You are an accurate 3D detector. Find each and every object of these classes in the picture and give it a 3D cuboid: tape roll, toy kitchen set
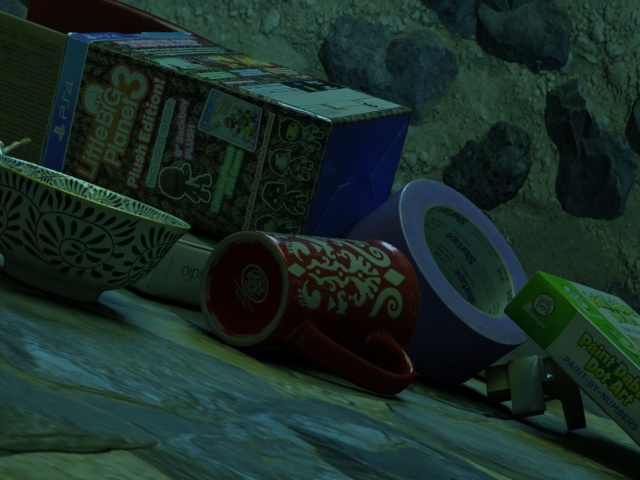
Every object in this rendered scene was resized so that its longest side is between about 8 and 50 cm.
[{"bbox_3d":[0.116,0.039,1.474,0.189,0.080,0.189,34,35,-28],"label":"tape roll"},{"bbox_3d":[0.203,0.159,1.428,0.083,0.075,0.068,-11,39,11],"label":"toy kitchen set"}]

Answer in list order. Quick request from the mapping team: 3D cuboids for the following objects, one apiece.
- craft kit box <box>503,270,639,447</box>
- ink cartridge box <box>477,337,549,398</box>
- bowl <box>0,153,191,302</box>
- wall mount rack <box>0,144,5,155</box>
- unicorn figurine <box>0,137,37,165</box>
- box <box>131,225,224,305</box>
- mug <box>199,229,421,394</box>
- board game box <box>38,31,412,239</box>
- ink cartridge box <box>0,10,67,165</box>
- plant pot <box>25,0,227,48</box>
[{"bbox_3d":[0.308,0.138,1.396,0.246,0.061,0.250,43,13,25],"label":"craft kit box"},{"bbox_3d":[0.217,0.118,1.717,0.134,0.078,0.231,21,2,16],"label":"ink cartridge box"},{"bbox_3d":[-0.189,-0.003,1.140,0.170,0.080,0.170,21,3,-1],"label":"bowl"},{"bbox_3d":[-0.438,-0.172,1.350,0.350,0.130,0.304,56,11,17],"label":"wall mount rack"},{"bbox_3d":[-0.352,-0.083,1.585,0.162,0.060,0.111,-15,8,36],"label":"unicorn figurine"},{"bbox_3d":[-0.163,0.002,1.464,0.232,0.058,0.322,17,5,-45],"label":"box"},{"bbox_3d":[0.003,0.050,1.234,0.150,0.113,0.169,20,5,37],"label":"mug"},{"bbox_3d":[-0.090,-0.103,1.533,0.291,0.141,0.232,20,15,20],"label":"board game box"},{"bbox_3d":[-0.333,-0.146,1.706,0.235,0.193,0.088,22,1,18],"label":"ink cartridge box"},{"bbox_3d":[-0.263,-0.204,2.173,0.236,0.267,0.267,10,-1,21],"label":"plant pot"}]
